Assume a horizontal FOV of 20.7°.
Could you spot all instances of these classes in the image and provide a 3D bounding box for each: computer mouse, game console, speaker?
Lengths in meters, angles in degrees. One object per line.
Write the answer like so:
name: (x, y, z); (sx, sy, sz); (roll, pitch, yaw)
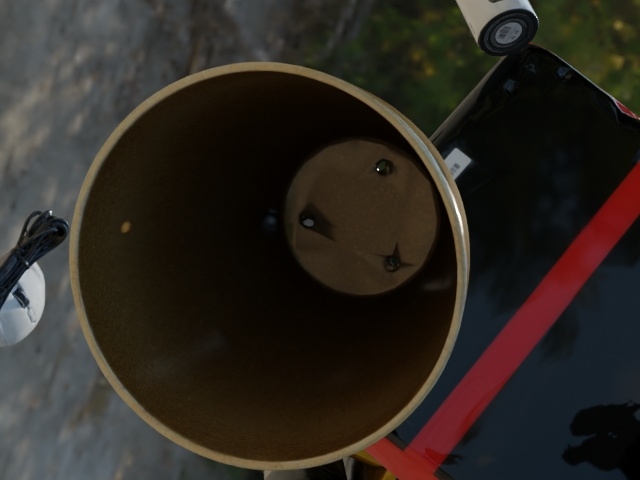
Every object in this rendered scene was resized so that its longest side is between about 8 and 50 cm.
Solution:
computer mouse: (-0.248, 0.046, 1.432); (0.106, 0.042, 0.193); (-55, 179, -19)
game console: (0.189, 0.059, 1.413); (0.386, 0.342, 0.060); (-48, 170, -25)
speaker: (0.136, -0.221, 1.487); (0.055, 0.055, 0.136); (97, -21, -50)

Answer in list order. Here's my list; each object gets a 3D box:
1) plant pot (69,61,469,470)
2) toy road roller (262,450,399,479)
plant pot: (0.000, 0.000, 1.121); (0.254, 0.237, 0.237); (-26, 132, -72)
toy road roller: (0.086, 0.193, 1.825); (0.329, 0.241, 0.202); (-63, -167, 17)
